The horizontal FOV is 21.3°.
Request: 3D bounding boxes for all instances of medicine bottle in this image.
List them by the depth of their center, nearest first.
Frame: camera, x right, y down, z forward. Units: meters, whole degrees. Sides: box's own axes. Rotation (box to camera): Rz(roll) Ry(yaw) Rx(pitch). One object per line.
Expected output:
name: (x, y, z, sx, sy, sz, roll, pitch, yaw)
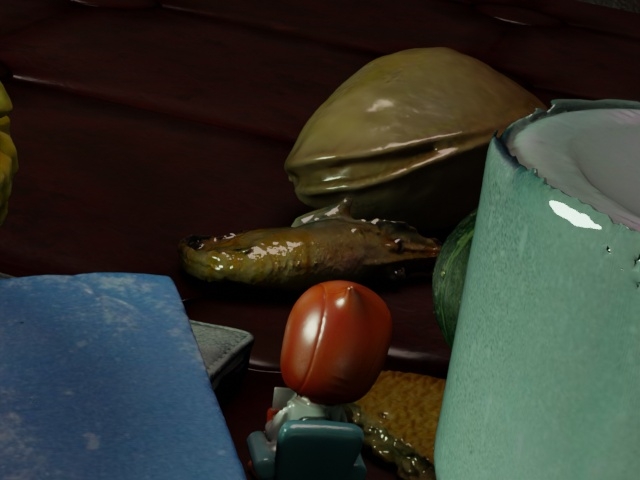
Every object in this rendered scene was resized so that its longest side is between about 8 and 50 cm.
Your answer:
medicine bottle: (0.164, 0.111, 0.746, 0.245, 0.290, 0.245, 10, 19, -4)

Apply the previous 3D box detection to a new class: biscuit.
biscuit: (0.096, 0.131, 1.063, 0.126, 0.025, 0.206, -3, 24, -34)

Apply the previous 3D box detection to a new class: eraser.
eraser: (-0.122, 0.106, 0.918, 0.144, 0.043, 0.312, -3, 28, -15)

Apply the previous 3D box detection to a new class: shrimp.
shrimp: (0.007, -0.003, 1.353, 0.262, 0.066, 0.117, -3, 23, -40)

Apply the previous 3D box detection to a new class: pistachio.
pistachio: (0.084, -0.083, 1.483, 0.212, 0.163, 0.260, -19, 9, 26)

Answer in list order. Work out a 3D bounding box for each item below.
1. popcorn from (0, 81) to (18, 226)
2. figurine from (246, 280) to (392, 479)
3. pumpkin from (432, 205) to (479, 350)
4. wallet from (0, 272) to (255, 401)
popcorn: (-0.314, -0.065, 1.177, 0.218, 0.169, 0.189, 26, 44, 4)
figurine: (0.000, 0.085, 0.970, 0.068, 0.140, 0.075, 10, 18, -14)
pumpkin: (0.165, 0.048, 1.153, 0.190, 0.146, 0.190, 30, 21, -13)
wallet: (-0.163, 0.071, 1.087, 0.222, 0.036, 0.167, 14, 19, 14)
